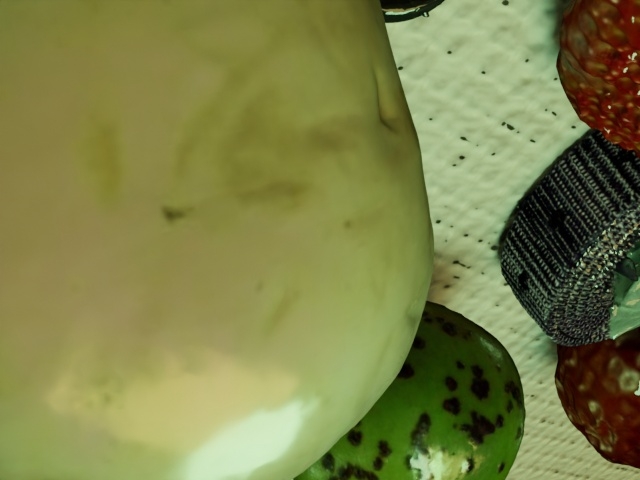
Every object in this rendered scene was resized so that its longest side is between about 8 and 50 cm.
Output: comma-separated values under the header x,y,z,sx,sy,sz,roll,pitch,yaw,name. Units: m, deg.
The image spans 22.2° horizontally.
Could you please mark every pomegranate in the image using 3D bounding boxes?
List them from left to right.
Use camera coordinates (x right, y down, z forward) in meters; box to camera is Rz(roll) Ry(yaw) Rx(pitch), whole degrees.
x,y,z,sx,sy,sz,roll,pitch,yaw,name
0.093,0.191,1.477,0.231,0.286,0.231,-31,175,-3,pomegranate

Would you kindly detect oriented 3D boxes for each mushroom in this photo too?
x,y,z,sx,sy,sz,roll,pitch,yaw,name
-0.092,-0.039,0.880,0.325,0.353,0.353,-44,151,16,mushroom

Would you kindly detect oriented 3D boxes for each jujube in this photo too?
x,y,z,sx,sy,sz,roll,pitch,yaw,name
0.365,0.140,1.778,0.213,0.213,0.232,-30,154,-6,jujube

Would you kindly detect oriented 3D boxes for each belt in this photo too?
x,y,z,sx,sy,sz,roll,pitch,yaw,name
0.325,-0.028,1.535,0.325,0.122,0.260,-38,147,8,belt

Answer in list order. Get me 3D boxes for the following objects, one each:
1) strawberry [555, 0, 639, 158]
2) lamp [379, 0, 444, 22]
x,y,z,sx,sy,sz,roll,pitch,yaw,name
0.332,-0.165,1.219,0.312,0.267,0.351,31,148,-32,strawberry
0.038,-0.106,1.117,0.130,0.108,0.371,-20,151,-14,lamp
